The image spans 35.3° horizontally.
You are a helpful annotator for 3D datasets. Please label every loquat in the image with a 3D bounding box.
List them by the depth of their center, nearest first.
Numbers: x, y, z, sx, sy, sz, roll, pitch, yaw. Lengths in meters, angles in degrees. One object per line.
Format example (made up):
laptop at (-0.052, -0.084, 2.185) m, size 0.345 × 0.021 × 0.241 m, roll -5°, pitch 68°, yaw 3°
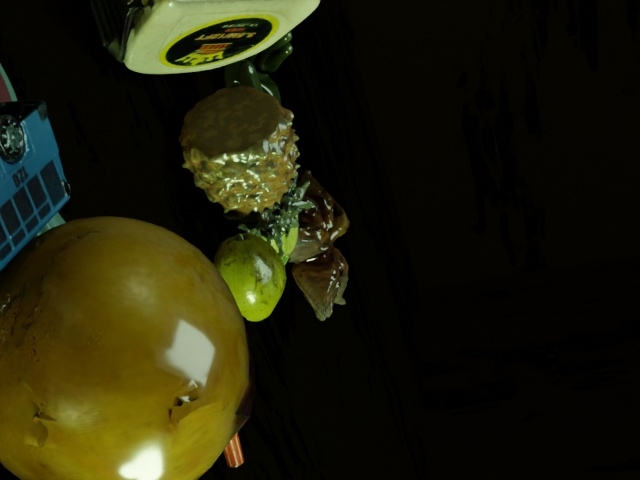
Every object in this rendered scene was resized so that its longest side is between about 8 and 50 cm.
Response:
loquat at (-0.165, 0.093, 0.791) m, size 0.235 × 0.235 × 0.235 m, roll -10°, pitch 90°, yaw -78°

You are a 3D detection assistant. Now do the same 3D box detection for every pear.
pear at (-0.102, 0.050, 1.432) m, size 0.107 × 0.107 × 0.131 m, roll -73°, pitch 159°, yaw -65°

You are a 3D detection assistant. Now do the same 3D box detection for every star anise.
star anise at (-0.001, 0.002, 1.952) m, size 0.349 × 0.109 × 0.292 m, roll -7°, pitch 93°, yaw -79°

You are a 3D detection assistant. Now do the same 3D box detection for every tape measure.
tape measure at (-0.165, -0.284, 1.183) m, size 0.271 × 0.231 × 0.133 m, roll -16°, pitch 85°, yaw -41°

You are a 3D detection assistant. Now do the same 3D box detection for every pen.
pen at (-0.139, 0.188, 1.328) m, size 0.028 × 0.028 × 0.239 m, roll -58°, pitch 137°, yaw -73°

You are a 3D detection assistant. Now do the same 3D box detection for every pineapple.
pineapple at (-0.095, -0.075, 1.470) m, size 0.340 × 0.169 × 0.169 m, roll 76°, pitch 10°, yaw -58°

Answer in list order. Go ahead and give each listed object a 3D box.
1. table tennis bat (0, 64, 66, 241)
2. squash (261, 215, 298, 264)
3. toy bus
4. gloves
table tennis bat at (-0.280, -0.073, 0.855) m, size 0.153 × 0.040 × 0.244 m, roll -82°, pitch 156°, yaw -44°
squash at (-0.082, -0.040, 1.695) m, size 0.094 × 0.094 × 0.224 m, roll -83°, pitch 168°, yaw -54°
toy bus at (-0.260, -0.025, 0.716) m, size 0.184 × 0.090 × 0.106 m, roll -62°, pitch 143°, yaw -55°
gloves at (-0.104, -0.256, 1.674) m, size 0.268 × 0.107 × 0.135 m, roll 93°, pitch 8°, yaw -45°
